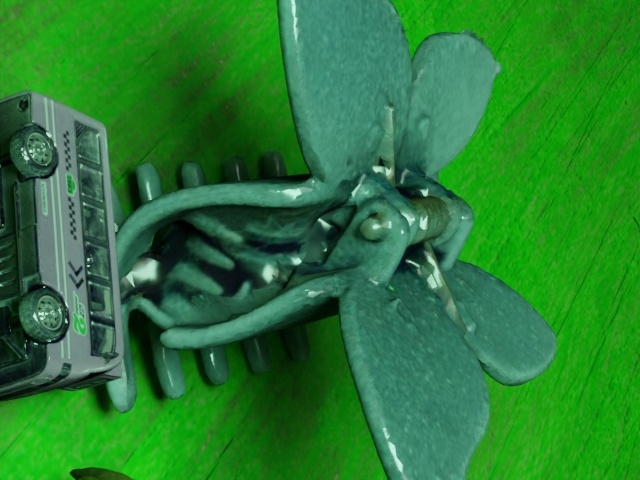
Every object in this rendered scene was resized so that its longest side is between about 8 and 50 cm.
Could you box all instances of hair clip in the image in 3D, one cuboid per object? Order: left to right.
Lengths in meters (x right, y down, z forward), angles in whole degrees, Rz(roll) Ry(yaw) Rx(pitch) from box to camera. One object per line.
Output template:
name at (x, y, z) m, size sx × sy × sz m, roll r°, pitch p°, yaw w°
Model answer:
hair clip at (0.000, 0.000, 1.225) m, size 0.318 × 0.238 × 0.392 m, roll -13°, pitch 89°, yaw -59°

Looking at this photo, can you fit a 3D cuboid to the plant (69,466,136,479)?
plant at (-0.061, 0.233, 1.022) m, size 0.180 × 0.334 × 0.251 m, roll 51°, pitch 27°, yaw -50°

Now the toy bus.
toy bus at (-0.194, 0.009, 1.109) m, size 0.108 × 0.096 × 0.198 m, roll 17°, pitch 61°, yaw -54°
